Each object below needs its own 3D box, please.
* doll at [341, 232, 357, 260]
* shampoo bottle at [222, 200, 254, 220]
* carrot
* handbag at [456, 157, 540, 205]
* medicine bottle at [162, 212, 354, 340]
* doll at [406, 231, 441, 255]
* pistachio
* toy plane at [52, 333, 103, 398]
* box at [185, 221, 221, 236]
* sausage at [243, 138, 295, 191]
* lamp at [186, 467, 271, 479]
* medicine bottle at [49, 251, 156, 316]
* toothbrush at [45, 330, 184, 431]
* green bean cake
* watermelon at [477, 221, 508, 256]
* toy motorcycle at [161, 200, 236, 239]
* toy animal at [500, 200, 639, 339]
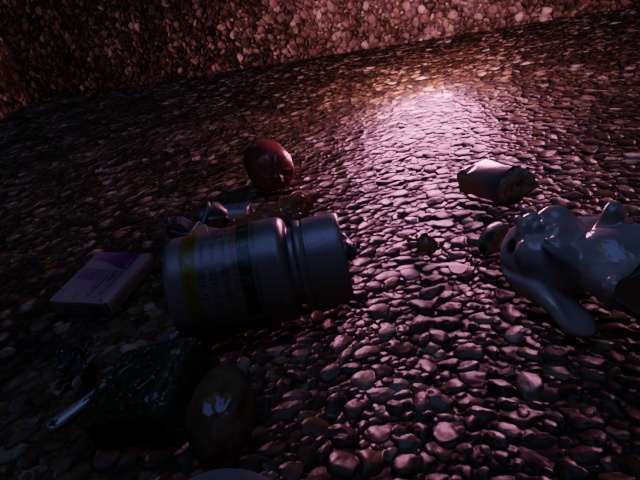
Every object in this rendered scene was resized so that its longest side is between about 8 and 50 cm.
[{"bbox_3d":[0.046,0.020,1.331,0.076,0.051,0.083,-17,31,2],"label":"doll"},{"bbox_3d":[-0.236,-0.074,1.604,0.099,0.043,0.072,-6,30,13],"label":"shampoo bottle"},{"bbox_3d":[-0.102,-0.051,1.339,0.263,0.102,0.101,-35,36,-28],"label":"carrot"},{"bbox_3d":[0.427,-0.147,1.419,0.117,0.095,0.173,-29,30,-19],"label":"handbag"},{"bbox_3d":[-0.116,0.064,1.156,0.339,0.208,0.208,-12,30,2],"label":"medicine bottle"},{"bbox_3d":[0.223,0.008,1.302,0.061,0.051,0.093,-20,1,-11],"label":"doll"},{"bbox_3d":[-0.157,0.269,0.938,0.108,0.126,0.185,27,28,-11],"label":"pistachio"},{"bbox_3d":[-0.496,0.234,1.164,0.188,0.062,0.135,14,65,43],"label":"toy plane"},{"bbox_3d":[-0.262,0.045,1.345,0.092,0.124,0.172,4,34,9],"label":"box"},{"bbox_3d":[-0.155,-0.223,1.731,0.148,0.148,0.254,-16,29,-6],"label":"sausage"},{"bbox_3d":[-0.095,0.371,0.727,0.245,0.108,0.179,-4,27,2],"label":"lamp"},{"bbox_3d":[-0.514,0.102,1.409,0.171,0.052,0.201,1,34,22],"label":"medicine bottle"},{"bbox_3d":[-0.375,0.259,1.115,0.304,0.030,0.030,-36,37,-30],"label":"toothbrush"},{"bbox_3d":[-0.296,0.258,1.006,0.184,0.094,0.183,-15,30,20],"label":"green bean cake"},{"bbox_3d":[0.371,-0.001,1.251,0.061,0.085,0.085,34,39,-2],"label":"watermelon"},{"bbox_3d":[-0.306,-0.039,1.494,0.215,0.123,0.080,-3,46,17],"label":"toy motorcycle"},{"bbox_3d":[0.465,0.033,1.024,0.249,0.174,0.289,-29,33,-5],"label":"toy animal"}]
